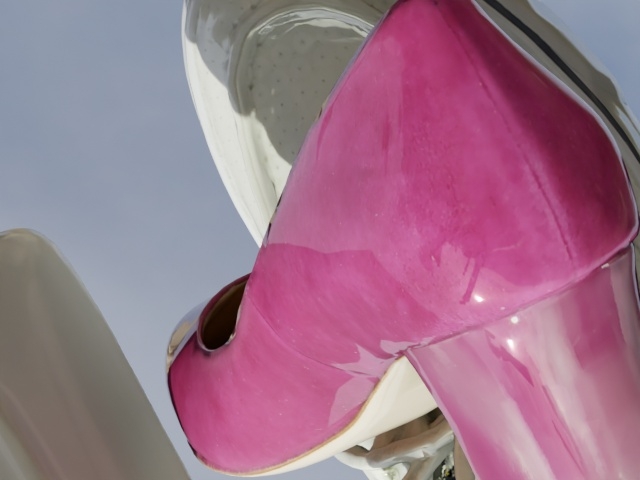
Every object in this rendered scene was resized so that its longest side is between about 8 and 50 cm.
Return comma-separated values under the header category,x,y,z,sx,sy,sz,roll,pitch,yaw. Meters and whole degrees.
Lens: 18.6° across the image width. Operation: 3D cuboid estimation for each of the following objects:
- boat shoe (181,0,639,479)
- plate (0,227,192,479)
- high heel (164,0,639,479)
category,x,y,z,sx,sy,sz,roll,pitch,yaw
boat shoe,0.061,0.059,0.614,0.367,0.136,0.156,59,-158,-4
plate,-0.138,0.158,0.531,0.277,0.045,0.278,-29,-113,-9
high heel,0.000,0.000,0.487,0.082,0.244,0.117,-26,-78,-15
